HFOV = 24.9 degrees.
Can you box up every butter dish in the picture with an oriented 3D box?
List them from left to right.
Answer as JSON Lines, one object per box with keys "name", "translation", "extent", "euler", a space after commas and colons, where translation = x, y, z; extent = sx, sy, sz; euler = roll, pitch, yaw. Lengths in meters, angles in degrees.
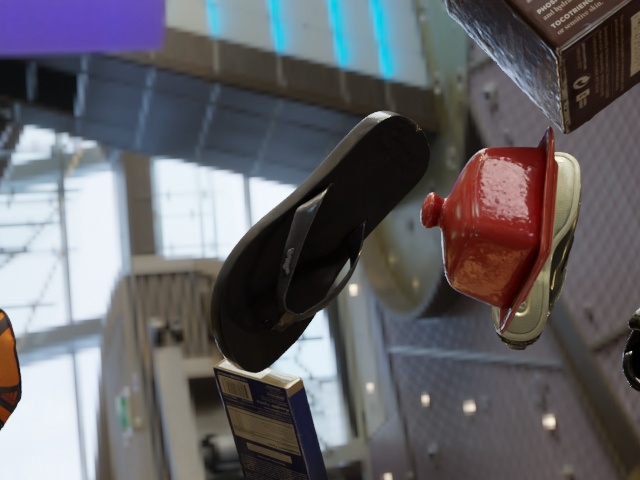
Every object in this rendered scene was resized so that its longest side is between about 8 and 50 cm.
{"name": "butter dish", "translation": [0.154, -0.018, 1.380], "extent": [0.160, 0.118, 0.160], "euler": [107, -5, -57]}

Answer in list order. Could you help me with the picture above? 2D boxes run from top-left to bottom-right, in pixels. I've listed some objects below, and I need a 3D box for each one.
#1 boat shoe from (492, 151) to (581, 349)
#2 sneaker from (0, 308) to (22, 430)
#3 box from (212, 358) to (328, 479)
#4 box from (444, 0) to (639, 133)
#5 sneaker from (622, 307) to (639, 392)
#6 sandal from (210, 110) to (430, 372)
{"name": "boat shoe", "translation": [0.246, 0.011, 1.659], "extent": [0.079, 0.084, 0.233], "euler": [53, 50, -65]}
{"name": "sneaker", "translation": [-0.470, 0.099, 1.661], "extent": [0.321, 0.180, 0.125], "euler": [52, -21, -15]}
{"name": "box", "translation": [-0.057, 0.264, 1.875], "extent": [0.136, 0.036, 0.225], "euler": [11, -57, 42]}
{"name": "box", "translation": [0.239, -0.252, 1.429], "extent": [0.203, 0.167, 0.168], "euler": [51, -6, 26]}
{"name": "sneaker", "translation": [0.404, 0.157, 1.626], "extent": [0.097, 0.135, 0.276], "euler": [44, -23, 50]}
{"name": "sandal", "translation": [0.000, -0.001, 1.200], "extent": [0.254, 0.097, 0.054], "euler": [-53, -146, -4]}
